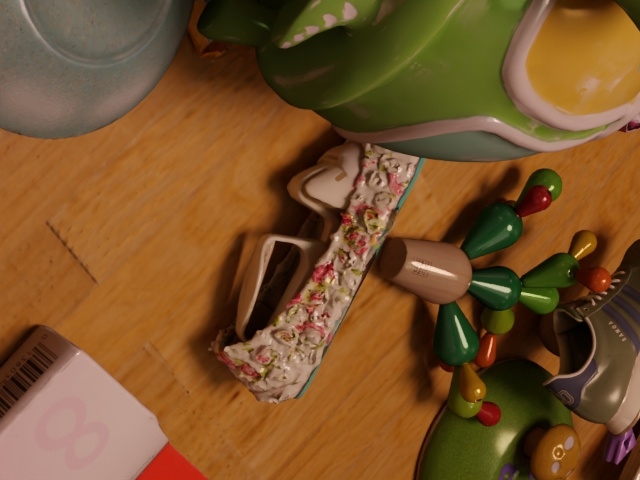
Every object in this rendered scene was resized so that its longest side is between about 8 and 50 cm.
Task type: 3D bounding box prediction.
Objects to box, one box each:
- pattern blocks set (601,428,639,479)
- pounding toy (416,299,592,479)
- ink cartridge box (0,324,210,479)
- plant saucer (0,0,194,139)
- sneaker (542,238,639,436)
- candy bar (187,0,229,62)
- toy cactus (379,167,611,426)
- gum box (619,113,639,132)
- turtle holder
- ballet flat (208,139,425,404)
[{"bbox_3d":[0.356,0.232,1.265,0.325,0.026,0.285,47,64,-51],"label":"pattern blocks set"},{"bbox_3d":[0.204,0.190,1.099,0.237,0.110,0.183,-47,132,-15],"label":"pounding toy"},{"bbox_3d":[-0.169,0.193,0.814,0.189,0.066,0.232,-49,129,-14],"label":"ink cartridge box"},{"bbox_3d":[-0.129,-0.149,0.668,0.195,0.037,0.194,-17,113,-44],"label":"plant saucer"},{"bbox_3d":[0.243,0.065,1.052,0.086,0.064,0.192,24,61,-6],"label":"sneaker"},{"bbox_3d":[-0.087,-0.182,0.748,0.040,0.018,0.161,-40,129,-22],"label":"candy bar"},{"bbox_3d":[0.130,0.042,0.989,0.181,0.112,0.219,16,105,-34],"label":"toy cactus"},{"bbox_3d":[0.271,-0.153,1.011,0.188,0.107,0.062,-22,121,-33],"label":"gum box"},{"bbox_3d":[0.104,-0.166,0.700,0.227,0.320,0.243,28,58,-25],"label":"turtle holder"},{"bbox_3d":[0.000,0.000,0.863,0.077,0.091,0.241,28,85,-22],"label":"ballet flat"}]
